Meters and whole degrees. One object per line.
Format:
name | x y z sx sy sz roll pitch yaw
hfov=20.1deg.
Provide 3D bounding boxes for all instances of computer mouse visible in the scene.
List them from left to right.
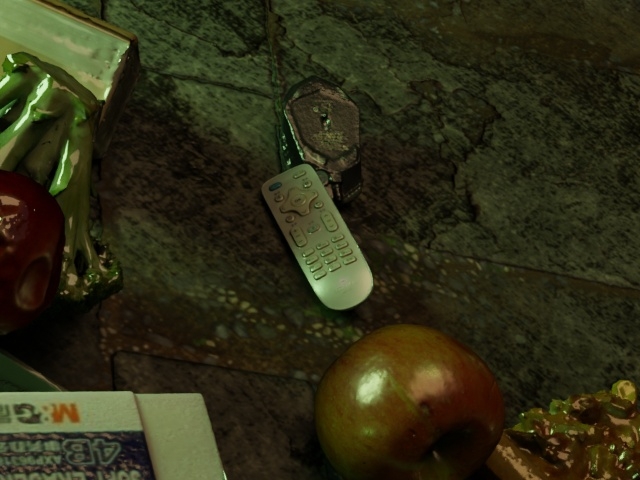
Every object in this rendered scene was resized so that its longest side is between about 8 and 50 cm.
computer mouse | -0.002 -0.123 2.306 0.105 0.062 0.192 2 63 -21

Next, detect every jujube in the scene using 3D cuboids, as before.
jujube | -0.349 -0.006 1.674 0.230 0.155 0.155 22 39 0

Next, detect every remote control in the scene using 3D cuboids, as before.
remote control | 0.000 0.000 2.184 0.073 0.044 0.229 -28 52 -1

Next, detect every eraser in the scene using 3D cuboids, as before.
eraser | -0.231 0.198 1.543 0.287 0.086 0.130 3 45 -26

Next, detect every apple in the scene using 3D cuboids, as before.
apple | 0.090 0.182 1.924 0.196 0.196 0.196 15 40 -13

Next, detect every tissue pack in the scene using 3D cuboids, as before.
tissue pack | -0.385 -0.188 2.090 0.305 0.238 0.238 24 39 -3

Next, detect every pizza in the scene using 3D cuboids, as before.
pizza | 0.322 0.286 2.022 0.257 0.087 0.268 -14 56 -34

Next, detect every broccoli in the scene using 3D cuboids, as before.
broccoli | -0.333 -0.049 1.889 0.321 0.283 0.304 34 8 -3

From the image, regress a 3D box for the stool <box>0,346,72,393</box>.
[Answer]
stool | -0.357 0.225 1.649 0.269 0.170 0.243 32 38 8
